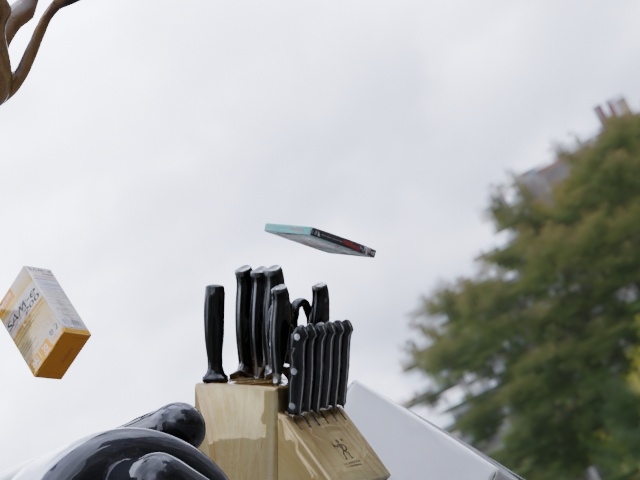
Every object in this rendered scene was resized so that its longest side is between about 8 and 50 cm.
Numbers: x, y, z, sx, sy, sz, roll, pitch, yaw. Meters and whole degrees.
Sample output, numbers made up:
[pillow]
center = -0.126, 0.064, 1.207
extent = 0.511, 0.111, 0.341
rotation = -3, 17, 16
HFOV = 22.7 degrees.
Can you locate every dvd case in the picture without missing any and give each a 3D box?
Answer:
[dvd case]
center = 0.000, 0.000, 2.019
extent = 0.087, 0.013, 0.119
rotation = 5, -9, 46

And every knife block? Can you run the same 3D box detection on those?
[knife block]
center = -0.065, 0.169, 1.450
extent = 0.088, 0.242, 0.275
rotation = -1, -43, -54

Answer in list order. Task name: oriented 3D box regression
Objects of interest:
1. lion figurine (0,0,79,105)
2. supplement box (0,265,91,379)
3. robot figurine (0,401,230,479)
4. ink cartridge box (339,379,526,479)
[lion figurine]
center = -0.491, -0.215, 1.931
extent = 0.392, 0.240, 0.142
rotation = 3, 20, -17
[supplement box]
center = -0.272, 0.080, 1.557
extent = 0.036, 0.098, 0.062
rotation = 12, -59, -47
[robot figurine]
center = -0.148, 0.219, 1.035
extent = 0.209, 0.173, 0.278
rotation = -19, -5, -40
[ink cartridge box]
center = 0.151, 0.300, 1.851
extent = 0.131, 0.226, 0.306
rotation = -58, -35, -4
